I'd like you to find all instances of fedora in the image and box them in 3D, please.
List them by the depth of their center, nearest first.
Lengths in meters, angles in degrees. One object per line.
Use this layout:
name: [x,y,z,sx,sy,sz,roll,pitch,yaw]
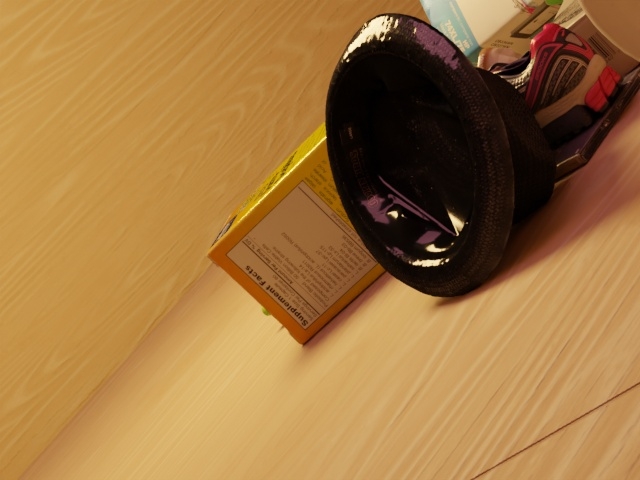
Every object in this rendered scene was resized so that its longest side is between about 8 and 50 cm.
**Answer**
fedora: [0.146,-0.103,1.405,0.152,0.334,0.334,-13,-10,-30]

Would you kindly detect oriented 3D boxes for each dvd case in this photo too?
dvd case: [0.276,-0.110,1.498,0.164,0.018,0.221,-51,9,-31]

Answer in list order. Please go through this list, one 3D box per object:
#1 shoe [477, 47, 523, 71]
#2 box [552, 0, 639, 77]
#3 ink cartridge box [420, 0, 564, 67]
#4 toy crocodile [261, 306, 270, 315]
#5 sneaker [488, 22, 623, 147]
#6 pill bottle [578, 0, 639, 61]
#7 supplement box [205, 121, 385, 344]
shoe: [0.259,-0.190,1.622,0.058,0.076,0.219,-1,-11,24]
box: [0.370,-0.289,1.636,0.113,0.094,0.275,-40,10,34]
ink cartridge box: [0.312,-0.405,1.905,0.198,0.197,0.270,-2,-28,-44]
toy crocodile: [0.000,0.000,2.123,0.115,0.105,0.340,-36,17,48]
sneaker: [0.223,-0.153,1.511,0.299,0.112,0.121,-37,10,46]
pill bottle: [0.423,-0.359,1.255,0.392,0.224,0.224,-50,9,-33]
supplement box: [0.038,-0.058,1.817,0.356,0.194,0.195,-43,9,18]
